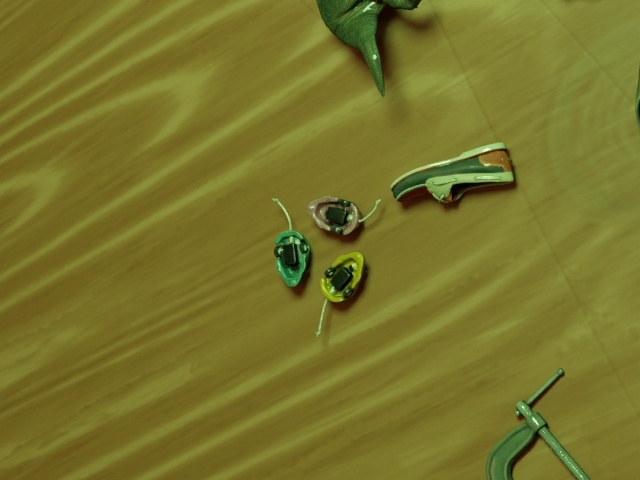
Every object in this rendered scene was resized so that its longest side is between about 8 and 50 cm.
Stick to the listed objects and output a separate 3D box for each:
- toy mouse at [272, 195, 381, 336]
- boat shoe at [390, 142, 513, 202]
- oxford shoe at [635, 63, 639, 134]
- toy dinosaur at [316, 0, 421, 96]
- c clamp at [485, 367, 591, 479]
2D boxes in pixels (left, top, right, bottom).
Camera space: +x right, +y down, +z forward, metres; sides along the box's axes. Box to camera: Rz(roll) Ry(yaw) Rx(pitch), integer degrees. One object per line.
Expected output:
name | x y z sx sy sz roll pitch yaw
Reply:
toy mouse | 0.000 0.000 1.810 0.143 0.031 0.161 42 106 25
boat shoe | 0.138 -0.062 1.731 0.137 0.049 0.043 -18 79 22
oxford shoe | 0.363 -0.172 1.562 0.130 0.132 0.364 -7 82 29
toy dinosaur | 0.046 -0.300 1.781 0.160 0.121 0.314 -15 83 40
c clamp | 0.235 0.233 1.665 0.137 0.022 0.161 -42 67 20
